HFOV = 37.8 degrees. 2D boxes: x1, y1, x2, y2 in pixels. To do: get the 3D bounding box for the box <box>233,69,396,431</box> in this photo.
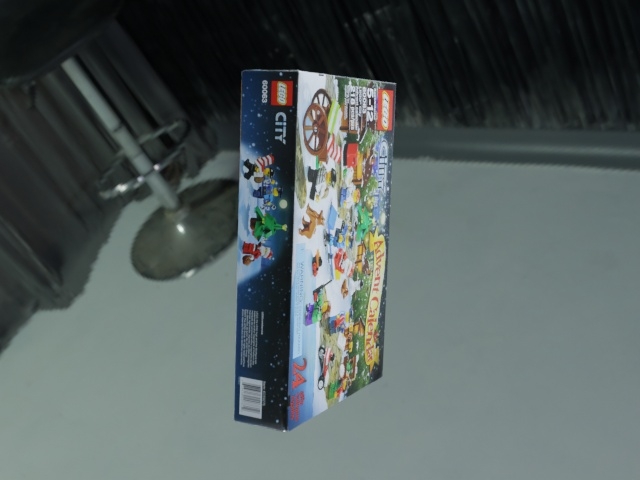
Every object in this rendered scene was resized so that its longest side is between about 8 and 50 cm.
[{"bbox_3d":[0.000,0.000,0.666,0.044,0.233,0.159,6,9,27],"label":"box"}]
